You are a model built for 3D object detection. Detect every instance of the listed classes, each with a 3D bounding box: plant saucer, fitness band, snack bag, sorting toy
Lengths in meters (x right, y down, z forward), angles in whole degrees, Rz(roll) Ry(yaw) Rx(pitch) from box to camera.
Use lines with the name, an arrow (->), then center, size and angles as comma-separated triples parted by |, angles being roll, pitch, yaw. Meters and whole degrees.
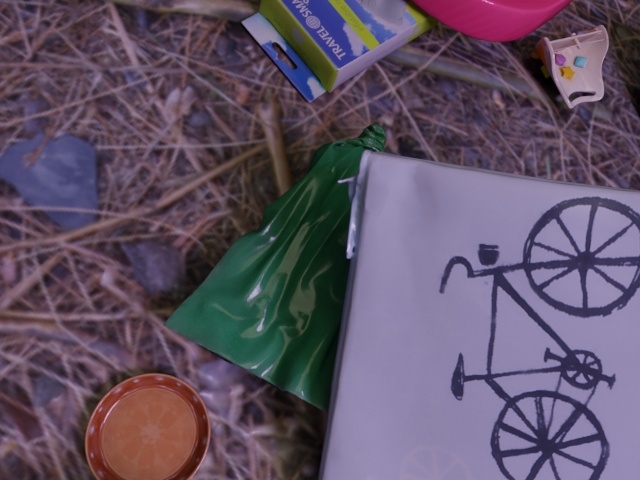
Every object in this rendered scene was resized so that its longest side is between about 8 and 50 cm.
plant saucer -> -0.120, 0.136, 0.375 | 0.083, 0.013, 0.083 | 5, 72, -14
fitness band -> 0.178, -0.315, 0.560 | 0.209, 0.054, 0.291 | 49, 57, 2
snack bag -> 0.156, 0.129, 0.304 | 0.342, 0.037, 0.323 | 11, 100, 19
sorting toy -> 0.269, -0.180, 0.568 | 0.083, 0.045, 0.075 | -18, 85, -20

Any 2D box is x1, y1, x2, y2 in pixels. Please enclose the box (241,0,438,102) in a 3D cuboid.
box -> 0.027, -0.221, 0.515 | 0.178, 0.042, 0.109 | -37, 84, -23

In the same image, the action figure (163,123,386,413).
action figure -> 0.000, 0.000, 0.424 | 0.137, 0.063, 0.232 | 30, 71, -2
